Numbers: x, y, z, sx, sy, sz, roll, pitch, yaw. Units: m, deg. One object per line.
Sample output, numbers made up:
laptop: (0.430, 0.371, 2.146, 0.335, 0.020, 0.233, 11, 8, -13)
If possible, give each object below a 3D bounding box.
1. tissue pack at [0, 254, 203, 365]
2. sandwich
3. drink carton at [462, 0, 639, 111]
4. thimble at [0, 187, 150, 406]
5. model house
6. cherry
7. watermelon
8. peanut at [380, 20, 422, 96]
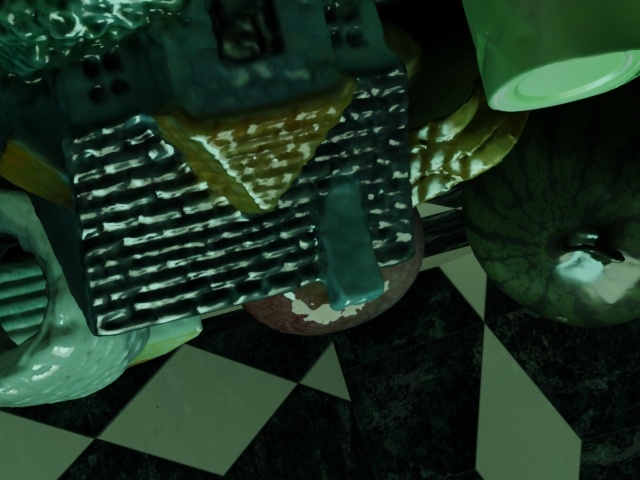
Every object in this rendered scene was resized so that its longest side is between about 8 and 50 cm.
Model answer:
tissue pack: (-0.381, 0.110, 1.922, 0.388, 0.162, 0.287, -12, 174, -37)
sandwich: (0.099, -0.109, 1.362, 0.186, 0.065, 0.215, -25, -159, 32)
drink carton: (0.143, -0.165, 1.019, 0.146, 0.142, 0.144, -11, 171, -16)
thimble: (-0.291, 0.053, 1.482, 0.250, 0.205, 0.172, 7, -177, 25)
model house: (-0.069, -0.060, 0.994, 0.261, 0.241, 0.226, -14, 175, -21)
cherry: (-0.002, -0.004, 1.856, 0.239, 0.206, 0.239, -19, -151, 11)
watermelon: (0.287, -0.051, 1.697, 0.279, 0.279, 0.359, -20, -166, 25)
peanut: (-0.020, -0.113, 1.307, 0.226, 0.095, 0.108, -25, -156, 15)
